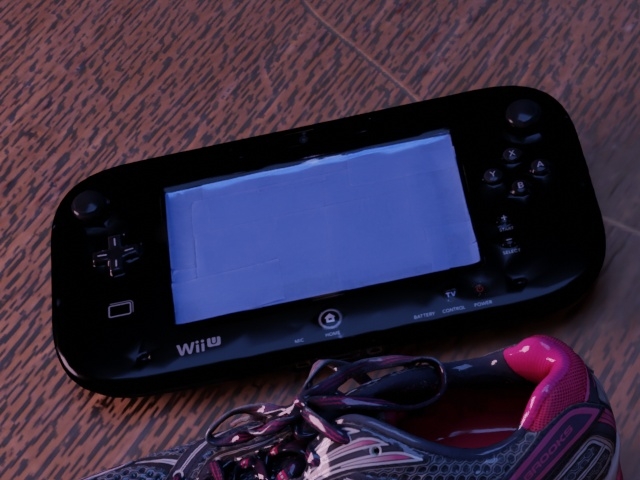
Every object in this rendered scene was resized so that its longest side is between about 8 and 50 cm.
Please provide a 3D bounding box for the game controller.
[{"bbox_3d":[0.000,0.000,0.977,0.319,0.067,0.166,-12,42,4],"label":"game controller"}]

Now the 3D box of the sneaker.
[{"bbox_3d":[-0.005,0.113,0.824,0.299,0.112,0.121,-14,42,2],"label":"sneaker"}]
